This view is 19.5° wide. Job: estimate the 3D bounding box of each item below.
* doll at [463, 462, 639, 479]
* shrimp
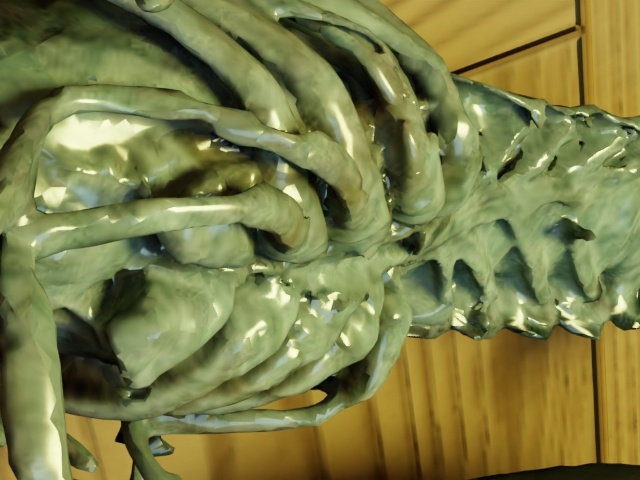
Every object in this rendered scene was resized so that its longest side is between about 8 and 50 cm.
[{"bbox_3d":[0.110,0.247,0.712,0.379,0.252,0.382,26,106,-14],"label":"doll"},{"bbox_3d":[-0.005,-0.002,0.509,0.411,0.166,0.221,0,120,-44],"label":"shrimp"}]
